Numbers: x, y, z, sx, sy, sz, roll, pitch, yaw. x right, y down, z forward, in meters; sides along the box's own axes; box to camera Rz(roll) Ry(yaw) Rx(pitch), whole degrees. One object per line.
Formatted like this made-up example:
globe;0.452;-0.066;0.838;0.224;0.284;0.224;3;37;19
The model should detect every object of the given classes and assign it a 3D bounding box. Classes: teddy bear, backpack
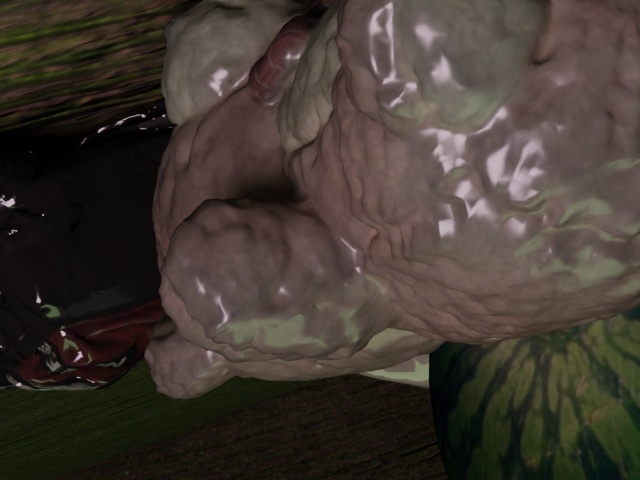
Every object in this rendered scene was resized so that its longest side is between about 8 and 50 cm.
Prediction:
teddy bear;0.036;-0.039;0.516;0.236;0.151;0.267;-46;-163;-26
backpack;-0.111;0.015;0.665;0.120;0.106;0.165;-22;169;-31

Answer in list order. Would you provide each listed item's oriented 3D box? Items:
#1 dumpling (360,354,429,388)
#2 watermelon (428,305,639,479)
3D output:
dumpling;0.139;-0.028;0.875;0.341;0.181;0.260;15;133;-26
watermelon;0.222;0.058;0.654;0.363;0.363;0.363;-21;171;-3
